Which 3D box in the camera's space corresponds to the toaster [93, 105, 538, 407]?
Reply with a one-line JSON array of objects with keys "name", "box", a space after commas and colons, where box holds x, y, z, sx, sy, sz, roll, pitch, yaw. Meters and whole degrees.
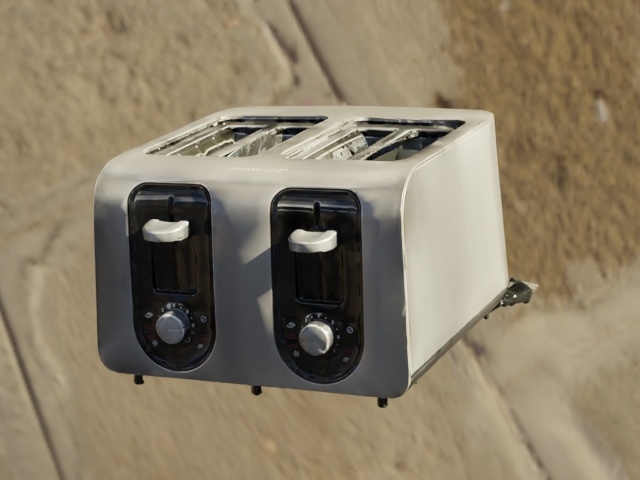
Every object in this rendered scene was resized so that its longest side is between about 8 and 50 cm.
[{"name": "toaster", "box": [0.000, 0.000, 0.840, 0.168, 0.185, 0.110, 4, 107, 25]}]
